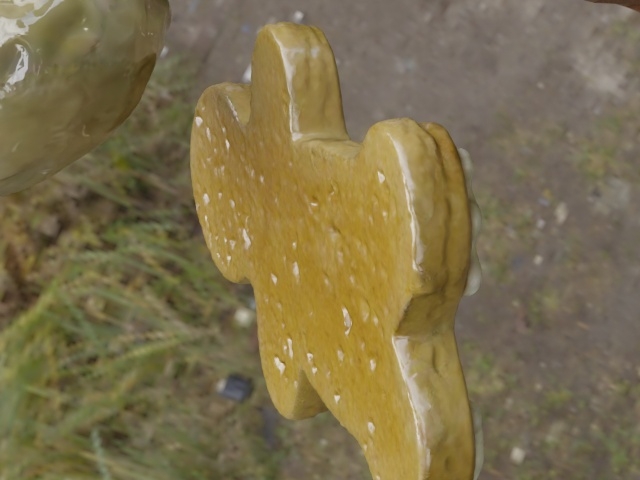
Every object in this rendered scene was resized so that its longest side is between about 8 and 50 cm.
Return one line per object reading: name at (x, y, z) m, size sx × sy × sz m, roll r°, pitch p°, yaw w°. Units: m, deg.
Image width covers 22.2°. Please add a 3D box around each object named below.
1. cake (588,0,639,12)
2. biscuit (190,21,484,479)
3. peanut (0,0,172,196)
cake at (0.142, -0.183, 0.267) m, size 0.269 × 0.319 × 0.270 m, roll -9°, pitch 76°, yaw 34°
biscuit at (0.002, 0.000, 0.611) m, size 0.240 × 0.035 × 0.158 m, roll -137°, pitch 45°, yaw -60°
peanut at (-0.178, -0.049, 0.598) m, size 0.117 × 0.263 × 0.101 m, roll -174°, pitch 72°, yaw -71°
